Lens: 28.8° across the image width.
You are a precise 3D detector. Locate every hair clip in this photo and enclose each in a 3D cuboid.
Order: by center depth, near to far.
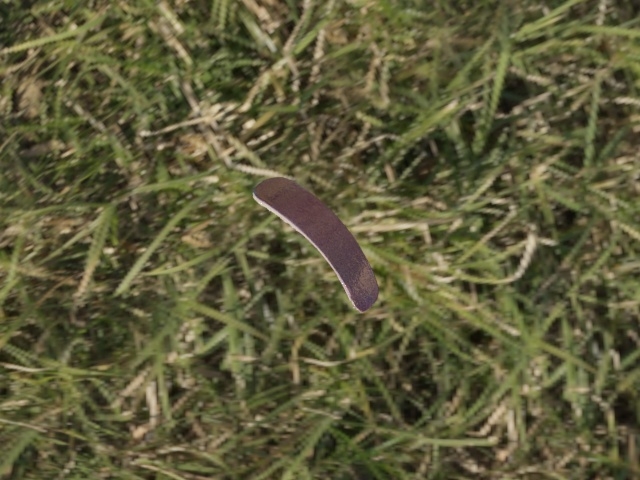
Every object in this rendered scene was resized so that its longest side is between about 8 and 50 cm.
[{"bbox_3d":[0.001,-0.001,1.021,0.137,0.022,0.054,48,34,3],"label":"hair clip"}]
